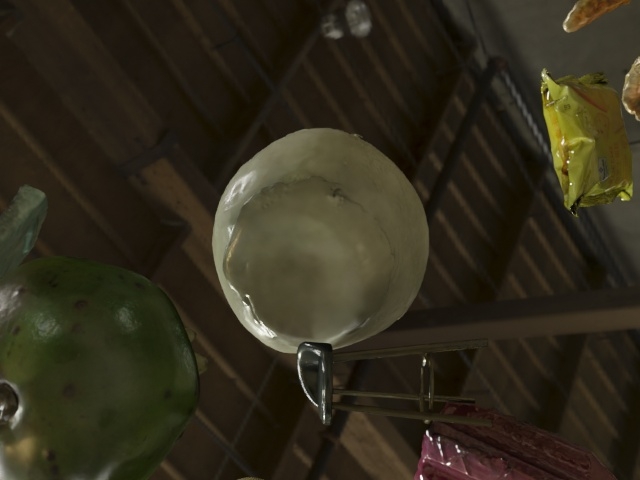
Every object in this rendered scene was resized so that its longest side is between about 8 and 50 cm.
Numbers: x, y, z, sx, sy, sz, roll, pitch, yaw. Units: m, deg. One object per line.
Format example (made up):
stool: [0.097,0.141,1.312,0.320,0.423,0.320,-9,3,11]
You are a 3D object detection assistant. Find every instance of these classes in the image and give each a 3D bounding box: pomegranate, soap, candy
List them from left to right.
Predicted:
pomegranate: [-0.167,0.103,0.708,0.225,0.187,0.187,8,-105,-67]
candy: [0.000,0.000,1.177,0.295,0.295,0.185,57,-171,-25]
soap: [0.249,0.319,1.080,0.112,0.289,0.182,-33,-43,-50]

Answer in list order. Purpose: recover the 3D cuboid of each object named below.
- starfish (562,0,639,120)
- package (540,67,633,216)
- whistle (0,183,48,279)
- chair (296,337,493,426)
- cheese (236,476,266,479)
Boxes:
starfish: [0.351,-0.215,0.642,0.094,0.375,0.327,-112,17,-52]
package: [0.403,-0.154,1.419,0.168,0.090,0.226,-11,-94,-40]
whistle: [-0.426,0.120,1.150,0.188,0.168,0.405,2,-120,-22]
chair: [0.080,0.167,1.061,0.095,0.221,0.104,-84,-3,-56]
cheese: [-0.048,0.380,1.288,0.192,0.037,0.097,19,-109,-37]
